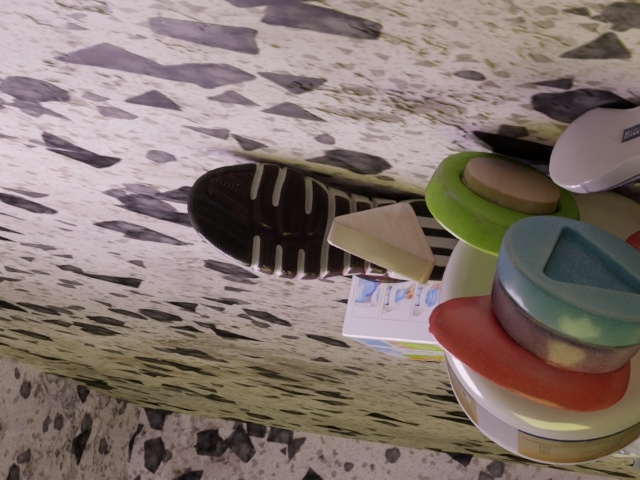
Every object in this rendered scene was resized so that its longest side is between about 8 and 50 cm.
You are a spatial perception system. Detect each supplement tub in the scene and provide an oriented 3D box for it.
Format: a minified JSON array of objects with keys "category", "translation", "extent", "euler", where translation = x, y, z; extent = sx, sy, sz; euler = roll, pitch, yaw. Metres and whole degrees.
[{"category":"supplement tub","translation":[0.228,0.089,1.743],"extent":[0.228,0.228,0.316],"euler":[10,169,8]}]

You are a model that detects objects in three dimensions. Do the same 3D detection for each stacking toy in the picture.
[{"category":"stacking toy","translation":[0.188,-0.016,1.454],"extent":[0.279,0.130,0.309],"euler":[34,-147,24]}]

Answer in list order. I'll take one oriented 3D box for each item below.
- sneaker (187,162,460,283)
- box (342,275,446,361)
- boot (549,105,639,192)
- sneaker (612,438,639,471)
[{"category":"sneaker","translation":[0.000,0.000,1.855],"extent":[0.281,0.106,0.162],"euler":[12,172,-8]},{"category":"box","translation":[0.144,0.077,2.075],"extent":[0.203,0.103,0.114],"euler":[3,165,37]},{"category":"boot","translation":[0.254,-0.061,1.384],"extent":[0.086,0.069,0.190],"euler":[23,164,-24]},{"category":"sneaker","translation":[0.403,0.224,2.566],"extent":[0.331,0.122,0.146],"euler":[17,149,-23]}]
